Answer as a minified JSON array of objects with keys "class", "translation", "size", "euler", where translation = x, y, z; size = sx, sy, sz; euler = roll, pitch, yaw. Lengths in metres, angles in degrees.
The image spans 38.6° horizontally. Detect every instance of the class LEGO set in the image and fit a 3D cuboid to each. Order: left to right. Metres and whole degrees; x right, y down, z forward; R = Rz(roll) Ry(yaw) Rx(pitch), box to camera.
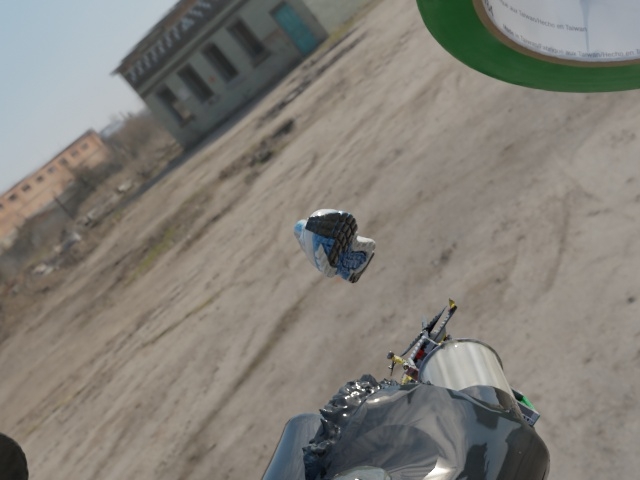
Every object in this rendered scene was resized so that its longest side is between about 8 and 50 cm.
[{"class":"LEGO set","translation":[0.145,0.240,1.276],"size":[0.255,0.192,0.331],"euler":[-58,5,15]}]

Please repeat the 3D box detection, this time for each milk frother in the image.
[{"class":"milk frother","translation":[0.108,0.178,0.818],"size":[0.143,0.129,0.134],"euler":[-4,23,-1]}]

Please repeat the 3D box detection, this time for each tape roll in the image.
[{"class":"tape roll","translation":[0.227,-0.223,0.659],"size":[0.321,0.321,0.077],"euler":[-27,54,47]}]

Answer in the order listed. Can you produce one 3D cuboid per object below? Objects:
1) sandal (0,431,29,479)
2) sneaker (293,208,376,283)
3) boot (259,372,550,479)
[{"class":"sandal","translation":[-0.256,0.334,0.533],"size":[0.167,0.107,0.445],"euler":[33,-111,-69]},{"class":"sneaker","translation":[0.000,0.000,1.024],"size":[0.071,0.083,0.190],"euler":[-61,-18,-6]},{"class":"boot","translation":[0.056,0.123,0.323],"size":[0.247,0.094,0.207],"euler":[-9,19,29]}]
